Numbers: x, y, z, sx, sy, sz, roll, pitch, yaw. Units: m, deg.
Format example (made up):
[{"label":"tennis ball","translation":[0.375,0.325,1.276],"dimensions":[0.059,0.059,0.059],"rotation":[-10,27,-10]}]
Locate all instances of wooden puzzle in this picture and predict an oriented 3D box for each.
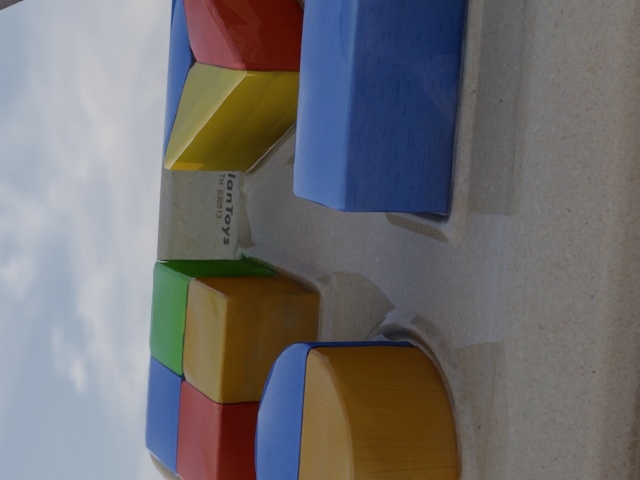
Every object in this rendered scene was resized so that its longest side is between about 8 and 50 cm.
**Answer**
[{"label":"wooden puzzle","translation":[0.000,0.000,0.714],"dimensions":[0.348,0.080,0.322],"rotation":[19,106,59]}]

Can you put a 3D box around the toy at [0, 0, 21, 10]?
[{"label":"toy","translation":[-0.213,-0.236,1.227],"dimensions":[0.137,0.237,0.056],"rotation":[57,140,3]}]
